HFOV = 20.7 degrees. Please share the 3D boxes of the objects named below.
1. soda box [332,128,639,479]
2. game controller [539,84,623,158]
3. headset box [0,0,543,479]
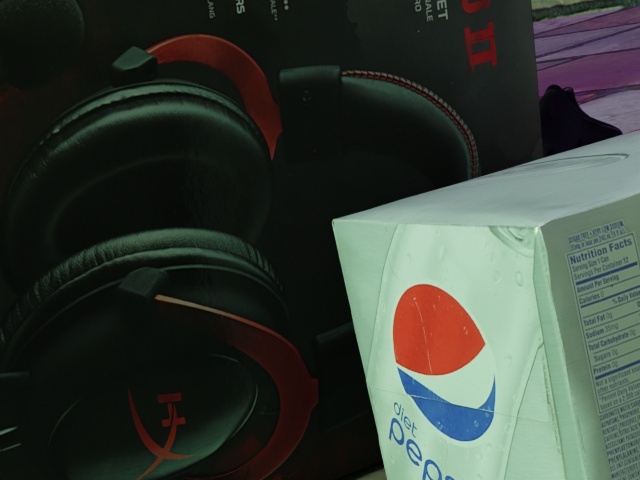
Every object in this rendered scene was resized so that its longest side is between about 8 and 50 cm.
[{"bbox_3d":[0.150,0.002,0.534,0.286,0.091,0.098,-17,10,-30],"label":"soda box"},{"bbox_3d":[0.078,-0.042,0.927,0.166,0.067,0.319,4,11,10],"label":"game controller"},{"bbox_3d":[-0.047,-0.030,0.557,0.293,0.218,0.110,-17,18,-34],"label":"headset box"}]
